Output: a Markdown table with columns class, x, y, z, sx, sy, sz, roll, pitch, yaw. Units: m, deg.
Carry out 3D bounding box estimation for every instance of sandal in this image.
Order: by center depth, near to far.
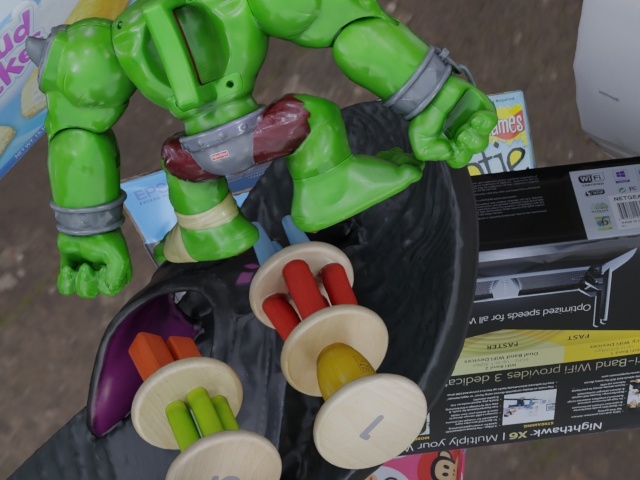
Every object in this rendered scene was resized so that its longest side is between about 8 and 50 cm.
| class | x | y | z | sx | sy | sz | roll | pitch | yaw |
| --- | --- | --- | --- | --- | --- | --- | --- | --- | --- |
| sandal | -0.074 | 0.105 | 0.999 | 0.446 | 0.107 | 0.167 | -50 | 61 | 26 |

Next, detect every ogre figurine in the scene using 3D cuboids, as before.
| class | x | y | z | sx | sy | sz | roll | pitch | yaw |
| --- | --- | --- | --- | --- | --- | --- | --- | --- | --- |
| ogre figurine | -0.037 | -0.057 | 0.751 | 0.197 | 0.097 | 0.118 | -12 | 110 | 32 |

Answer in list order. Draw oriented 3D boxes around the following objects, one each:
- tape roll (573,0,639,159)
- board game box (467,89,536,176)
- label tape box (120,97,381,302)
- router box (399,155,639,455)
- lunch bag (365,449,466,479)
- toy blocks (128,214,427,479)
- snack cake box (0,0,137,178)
| class | x | y | z | sx | sy | sz | roll | pitch | yaw |
| --- | --- | --- | --- | --- | --- | --- | --- | --- | --- |
| tape roll | 0.330 | -0.176 | 1.445 | 0.100 | 0.286 | 0.286 | 29 | 123 | 38 |
| board game box | 0.175 | -0.013 | 1.980 | 0.142 | 0.144 | 0.275 | -8 | 87 | 8 |
| label tape box | 0.000 | 0.000 | 1.466 | 0.240 | 0.106 | 0.333 | -17 | 133 | 8 |
| router box | 0.131 | 0.057 | 1.368 | 0.309 | 0.081 | 0.243 | -6 | 139 | -3 |
| lunch bag | 0.016 | 0.198 | 1.782 | 0.258 | 0.293 | 0.120 | 13 | 151 | 0 |
| toy blocks | -0.033 | 0.050 | 0.828 | 0.123 | 0.148 | 0.054 | -20 | 130 | -8 |
| snack cake box | -0.227 | -0.095 | 1.062 | 0.089 | 0.152 | 0.264 | 41 | 83 | 13 |
